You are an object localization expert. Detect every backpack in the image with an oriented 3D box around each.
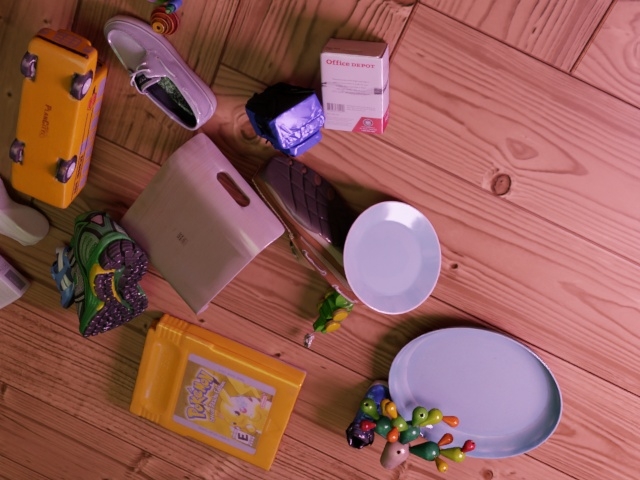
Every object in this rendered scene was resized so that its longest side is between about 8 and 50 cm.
[{"bbox_3d":[-0.061,-0.192,1.748,0.120,0.098,0.101,32,146,51],"label":"backpack"}]

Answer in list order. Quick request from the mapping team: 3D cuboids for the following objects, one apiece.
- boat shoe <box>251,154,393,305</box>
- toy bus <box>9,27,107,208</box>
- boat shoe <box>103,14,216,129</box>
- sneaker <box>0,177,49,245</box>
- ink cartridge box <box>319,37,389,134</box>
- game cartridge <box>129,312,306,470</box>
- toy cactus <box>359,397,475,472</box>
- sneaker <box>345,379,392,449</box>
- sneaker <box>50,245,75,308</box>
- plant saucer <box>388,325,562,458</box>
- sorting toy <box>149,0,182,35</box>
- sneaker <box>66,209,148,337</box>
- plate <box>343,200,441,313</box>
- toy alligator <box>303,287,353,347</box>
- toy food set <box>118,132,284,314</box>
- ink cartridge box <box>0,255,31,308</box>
[{"bbox_3d":[0.000,0.000,1.871,0.324,0.122,0.120,45,130,-14],"label":"boat shoe"},{"bbox_3d":[-0.442,-0.209,1.866,0.108,0.130,0.332,24,129,3],"label":"toy bus"},{"bbox_3d":[-0.267,-0.270,1.790,0.227,0.081,0.079,43,127,-14],"label":"boat shoe"},{"bbox_3d":[-0.619,-0.062,2.079,0.212,0.080,0.094,44,139,-16],"label":"sneaker"},{"bbox_3d":[0.055,-0.240,1.713,0.099,0.056,0.135,8,127,14],"label":"ink cartridge box"},{"bbox_3d":[-0.214,0.308,2.215,0.324,0.052,0.285,21,129,3],"label":"game cartridge"},{"bbox_3d":[0.161,0.376,2.049,0.219,0.112,0.180,20,134,-7],"label":"toy cactus"},{"bbox_3d":[0.093,0.339,2.105,0.058,0.084,0.152,27,129,-1],"label":"sneaker"},{"bbox_3d":[-0.492,0.068,2.140,0.059,0.053,0.144,21,122,8],"label":"sneaker"},{"bbox_3d":[0.283,0.272,2.016,0.318,0.043,0.317,9,127,12],"label":"plant saucer"},{"bbox_3d":[-0.253,-0.368,1.740,0.061,0.042,0.102,-3,123,22],"label":"sorting toy"},{"bbox_3d":[-0.403,0.063,2.061,0.146,0.134,0.343,56,149,22],"label":"sneaker"},{"bbox_3d":[0.116,0.029,1.830,0.188,0.188,0.024,49,159,-18],"label":"plate"},{"bbox_3d":[0.022,0.139,2.012,0.051,0.056,0.189,-5,147,-27],"label":"toy alligator"},{"bbox_3d":[-0.210,-0.022,1.918,0.219,0.092,0.306,49,138,3],"label":"toy food set"},{"bbox_3d":[-0.680,0.074,2.229,0.145,0.045,0.179,46,144,-17],"label":"ink cartridge box"}]
